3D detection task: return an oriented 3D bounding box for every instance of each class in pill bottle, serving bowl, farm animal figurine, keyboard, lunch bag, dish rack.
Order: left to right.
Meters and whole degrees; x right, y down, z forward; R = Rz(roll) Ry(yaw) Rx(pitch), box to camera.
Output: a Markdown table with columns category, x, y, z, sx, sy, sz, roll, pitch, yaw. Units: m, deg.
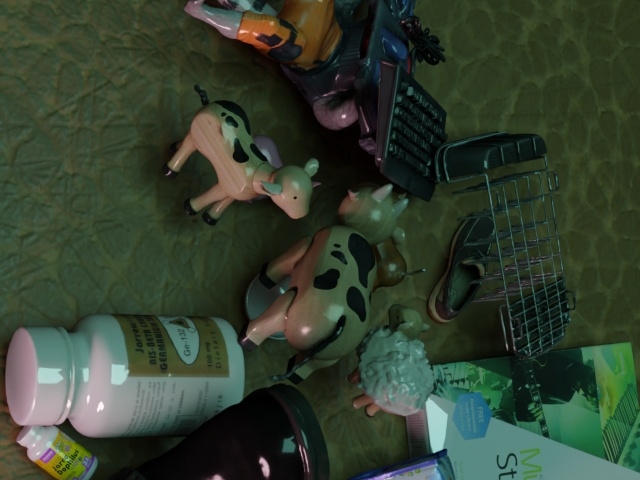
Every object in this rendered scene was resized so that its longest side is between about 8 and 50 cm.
| category | x | y | z | sx | sy | sz | roll | pitch | yaw |
| --- | --- | --- | --- | --- | --- | --- | --- | --- | --- |
| pill bottle | -0.279 | 0.224 | 1.711 | 0.083 | 0.043 | 0.043 | 40 | 67 | -18 |
| pill bottle | -0.207 | 0.143 | 1.711 | 0.229 | 0.131 | 0.131 | 3 | 82 | -28 |
| serving bowl | -0.053 | 0.073 | 1.863 | 0.083 | 0.027 | 0.083 | 3 | 83 | -28 |
| farm animal figurine | 0.000 | 0.000 | 1.756 | 0.330 | 0.172 | 0.327 | 26 | 45 | -33 |
| lunch bag | 0.090 | 0.322 | 1.857 | 0.151 | 0.096 | 0.129 | -20 | 86 | 12 |
| keyboard | 0.109 | -0.155 | 1.819 | 0.033 | 0.317 | 0.202 | 2 | 86 | 13 |
| dish rack | 0.231 | 0.005 | 1.959 | 0.208 | 0.074 | 0.272 | -17 | 98 | -58 |

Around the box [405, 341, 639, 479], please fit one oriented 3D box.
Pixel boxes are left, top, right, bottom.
| category | x | y | z | sx | sy | sz | roll | pitch | yaw |
| --- | --- | --- | --- | --- | --- | --- | --- | --- | --- |
| box | 0.257 | 0.254 | 1.992 | 0.322 | 0.058 | 0.232 | -5 | 86 | -30 |

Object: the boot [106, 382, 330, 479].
| category | x | y | z | sx | sy | sz | roll | pitch | yaw |
| --- | --- | --- | --- | --- | --- | --- | --- | --- | --- |
| boot | -0.165 | 0.269 | 1.596 | 0.260 | 0.348 | 0.131 | -16 | 74 | -37 |

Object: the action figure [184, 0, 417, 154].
| category | x | y | z | sx | sy | sz | roll | pitch | yaw |
| --- | --- | --- | --- | --- | --- | --- | --- | --- | --- |
| action figure | 0.005 | -0.265 | 1.874 | 0.330 | 0.178 | 0.341 | 46 | 46 | -32 |

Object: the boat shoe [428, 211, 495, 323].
| category | x | y | z | sx | sy | sz | roll | pitch | yaw |
| --- | --- | --- | --- | --- | --- | --- | --- | --- | --- |
| boat shoe | 0.183 | 0.033 | 1.984 | 0.056 | 0.049 | 0.152 | 31 | 70 | -22 |
